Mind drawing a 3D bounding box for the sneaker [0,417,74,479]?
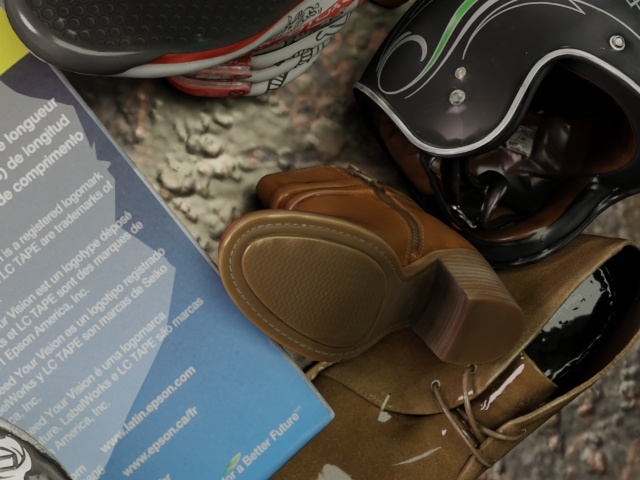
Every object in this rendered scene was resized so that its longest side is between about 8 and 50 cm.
[{"bbox_3d":[-0.153,0.166,0.853,0.132,0.086,0.228,-9,90,-21],"label":"sneaker"}]

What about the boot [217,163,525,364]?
[{"bbox_3d":[0.000,0.000,1.017,0.197,0.152,0.073,20,108,-39],"label":"boot"}]

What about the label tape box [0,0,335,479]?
[{"bbox_3d":[-0.199,0.039,0.946,0.249,0.115,0.347,-42,99,-18],"label":"label tape box"}]

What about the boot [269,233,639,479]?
[{"bbox_3d":[0.065,0.093,1.057,0.305,0.115,0.112,-41,100,-20],"label":"boot"}]

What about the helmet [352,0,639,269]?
[{"bbox_3d":[0.118,-0.082,1.075,0.161,0.169,0.169,-36,95,-4],"label":"helmet"}]

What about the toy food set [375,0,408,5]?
[{"bbox_3d":[0.076,-0.262,1.124,0.111,0.104,0.232,34,71,-13],"label":"toy food set"}]

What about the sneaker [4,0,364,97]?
[{"bbox_3d":[-0.068,-0.114,1.004,0.270,0.145,0.090,-29,79,-40],"label":"sneaker"}]
